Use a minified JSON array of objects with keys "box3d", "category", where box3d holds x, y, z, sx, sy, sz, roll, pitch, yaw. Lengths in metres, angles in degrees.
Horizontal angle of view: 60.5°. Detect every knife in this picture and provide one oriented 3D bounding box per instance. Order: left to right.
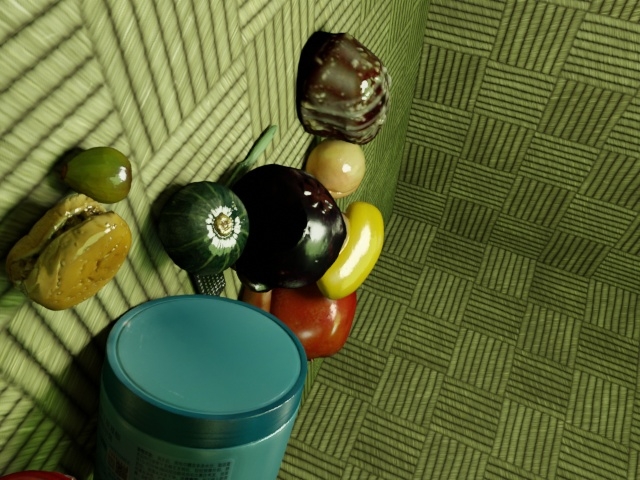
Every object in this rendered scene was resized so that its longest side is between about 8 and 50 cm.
[{"box3d":[-0.164,-0.156,1.176,0.293,0.020,0.043,-60,171,-30],"category":"knife"}]

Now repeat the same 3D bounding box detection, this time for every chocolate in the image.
[{"box3d":[0.077,-0.375,1.422,0.340,0.210,0.225,73,41,-68],"category":"chocolate"}]

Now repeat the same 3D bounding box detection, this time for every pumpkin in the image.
[{"box3d":[-0.202,-0.021,0.965,0.125,0.167,0.167,-23,-151,47],"category":"pumpkin"}]

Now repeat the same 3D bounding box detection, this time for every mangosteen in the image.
[{"box3d":[-0.096,-0.017,1.149,0.233,0.287,0.288,31,79,-78],"category":"mangosteen"}]

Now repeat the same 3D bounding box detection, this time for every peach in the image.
[{"box3d":[0.041,-0.210,1.600,0.184,0.184,0.184,20,90,-77],"category":"peach"}]

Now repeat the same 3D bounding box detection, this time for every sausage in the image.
[{"box3d":[-0.176,0.174,1.474,0.089,0.083,0.300,-26,132,-63],"category":"sausage"}]

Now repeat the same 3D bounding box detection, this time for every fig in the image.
[{"box3d":[-0.284,-0.084,0.698,0.088,0.074,0.074,-2,113,-51],"category":"fig"}]

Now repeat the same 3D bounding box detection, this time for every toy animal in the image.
[{"box3d":[-0.005,0.022,1.568,0.247,0.345,0.278,4,-89,60],"category":"toy animal"}]

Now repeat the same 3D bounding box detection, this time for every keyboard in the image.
[{"box3d":[-0.244,0.049,1.151,0.310,0.018,0.101,91,22,-54],"category":"keyboard"}]

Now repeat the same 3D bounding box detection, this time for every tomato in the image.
[{"box3d":[-0.035,0.226,1.708,0.325,0.293,0.290,7,88,-71],"category":"tomato"}]

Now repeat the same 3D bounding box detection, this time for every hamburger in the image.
[{"box3d":[-0.304,0.017,0.680,0.147,0.083,0.138,-48,174,-17],"category":"hamburger"}]

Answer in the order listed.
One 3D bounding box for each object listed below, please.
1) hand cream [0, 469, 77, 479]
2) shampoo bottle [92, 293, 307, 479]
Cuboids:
[{"box3d":[-0.380,0.427,0.712,0.149,0.230,0.230,88,25,-53],"category":"hand cream"},{"box3d":[-0.220,0.326,0.969,0.331,0.331,0.343,-42,150,-63],"category":"shampoo bottle"}]
